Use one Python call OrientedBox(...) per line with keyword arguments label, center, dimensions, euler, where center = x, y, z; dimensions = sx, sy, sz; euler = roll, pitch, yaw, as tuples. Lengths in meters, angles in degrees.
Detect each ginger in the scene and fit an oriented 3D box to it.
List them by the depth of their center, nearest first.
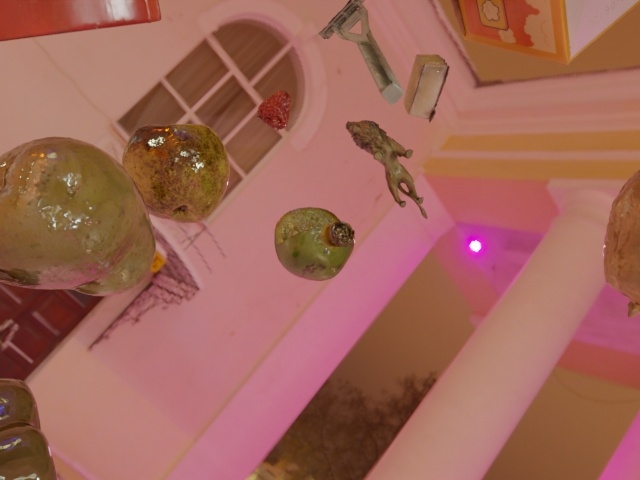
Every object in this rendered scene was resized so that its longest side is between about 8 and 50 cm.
OrientedBox(label="ginger", center=(0.513, -0.011, 1.076), dimensions=(0.152, 0.267, 0.138), euler=(32, 19, 19))

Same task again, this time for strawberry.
OrientedBox(label="strawberry", center=(-0.096, -0.282, 1.498), dimensions=(0.073, 0.073, 0.083), euler=(33, -63, 20))

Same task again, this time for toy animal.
OrientedBox(label="toy animal", center=(0.128, -0.129, 1.223), dimensions=(0.220, 0.069, 0.086), euler=(57, -10, -2))

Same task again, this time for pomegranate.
OrientedBox(label="pomegranate", center=(-0.001, 0.013, 1.238), dimensions=(0.169, 0.143, 0.122), euler=(18, -68, 50))

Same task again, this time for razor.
OrientedBox(label="razor", center=(0.081, -0.304, 1.138), dimensions=(0.056, 0.111, 0.278), euler=(30, 28, -39))

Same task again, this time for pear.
OrientedBox(label="pear", center=(-0.267, -0.123, 1.302), dimensions=(0.197, 0.197, 0.197), euler=(35, -20, 15))

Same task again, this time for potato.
OrientedBox(label="potato", center=(-0.235, -0.013, 0.668), dimensions=(0.157, 0.157, 0.194), euler=(25, -10, 37))
OrientedBox(label="potato", center=(0.213, -0.311, 1.423), dimensions=(0.061, 0.086, 0.122), euler=(9, -60, -11))

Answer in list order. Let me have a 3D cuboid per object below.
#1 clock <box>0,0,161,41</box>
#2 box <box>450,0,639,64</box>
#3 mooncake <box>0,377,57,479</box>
OrientedBox(label="clock", center=(-0.170, -0.207, 0.427), dimensions=(0.061, 0.113, 0.155), euler=(29, -50, 55))
OrientedBox(label="box", center=(0.335, -0.445, 0.975), dimensions=(0.214, 0.283, 0.260), euler=(31, -26, 45))
OrientedBox(label="mooncake", center=(-0.440, 0.362, 0.907), dimensions=(0.378, 0.200, 0.379), euler=(41, -42, 53))
